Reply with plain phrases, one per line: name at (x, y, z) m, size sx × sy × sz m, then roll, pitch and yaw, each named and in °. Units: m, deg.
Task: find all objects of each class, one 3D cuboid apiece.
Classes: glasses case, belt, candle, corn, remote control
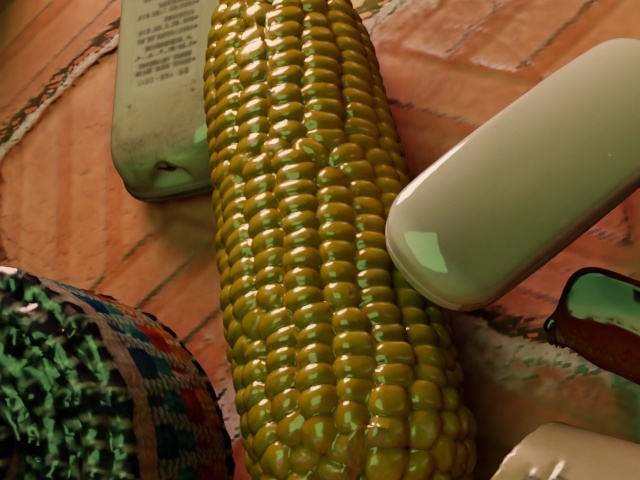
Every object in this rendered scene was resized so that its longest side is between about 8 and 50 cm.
glasses case at (0.100, -0.031, 0.632) m, size 0.164 × 0.041 × 0.063 m, roll -37°, pitch 71°, yaw -19°
belt at (-0.177, 0.151, 0.687) m, size 0.207 × 0.160 × 0.295 m, roll 40°, pitch 95°, yaw 17°
candle at (0.175, 0.049, 0.594) m, size 0.162 × 0.053 × 0.048 m, roll 19°, pitch 38°, yaw 28°
corn at (0.000, 0.000, 0.672) m, size 0.106 × 0.106 × 0.305 m, roll -22°, pitch 61°, yaw 21°
remote control at (-0.075, -0.171, 0.821) m, size 0.090 × 0.038 × 0.309 m, roll -12°, pitch 65°, yaw 27°

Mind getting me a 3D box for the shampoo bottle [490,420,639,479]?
shampoo bottle at (0.175, 0.156, 0.524) m, size 0.257 × 0.078 × 0.127 m, roll 27°, pitch 78°, yaw 36°
